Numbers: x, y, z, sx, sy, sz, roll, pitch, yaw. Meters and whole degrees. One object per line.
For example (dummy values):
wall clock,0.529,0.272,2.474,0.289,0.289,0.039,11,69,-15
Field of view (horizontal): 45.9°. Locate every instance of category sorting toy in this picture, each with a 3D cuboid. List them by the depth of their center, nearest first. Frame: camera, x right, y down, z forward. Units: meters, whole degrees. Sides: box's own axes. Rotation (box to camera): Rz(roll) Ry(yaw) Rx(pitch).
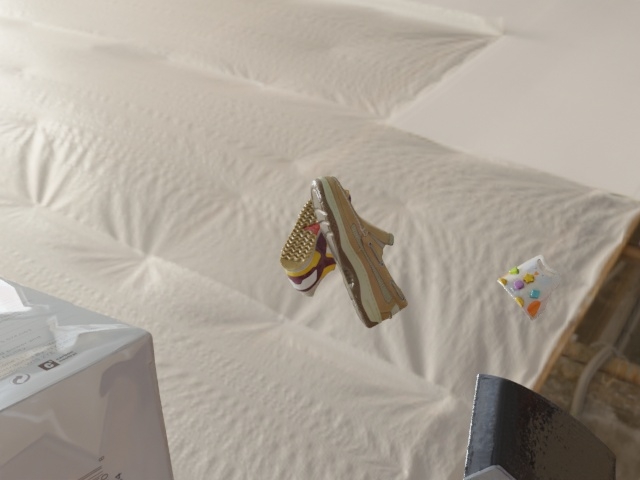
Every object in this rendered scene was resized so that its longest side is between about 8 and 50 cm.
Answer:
sorting toy,0.310,0.060,1.110,0.075,0.045,0.083,-39,-128,5

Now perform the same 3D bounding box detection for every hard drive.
hard drive,0.299,0.296,0.994,0.255,0.054,0.172,36,-131,-21

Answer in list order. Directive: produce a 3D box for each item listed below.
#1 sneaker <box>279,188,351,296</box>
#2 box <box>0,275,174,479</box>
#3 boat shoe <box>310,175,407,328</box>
sneaker,0.000,0.000,1.170,0.070,0.084,0.185,9,-130,33
box,-0.291,0.159,0.609,0.345,0.215,0.168,12,-154,38
boat shoe,0.049,0.005,0.868,0.072,0.190,0.068,-24,-158,-6
